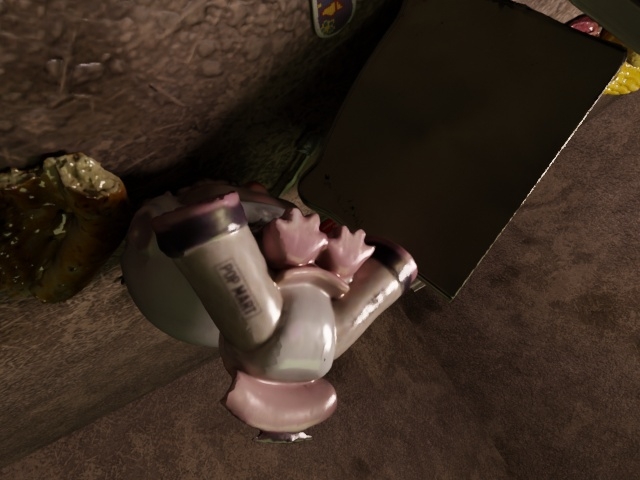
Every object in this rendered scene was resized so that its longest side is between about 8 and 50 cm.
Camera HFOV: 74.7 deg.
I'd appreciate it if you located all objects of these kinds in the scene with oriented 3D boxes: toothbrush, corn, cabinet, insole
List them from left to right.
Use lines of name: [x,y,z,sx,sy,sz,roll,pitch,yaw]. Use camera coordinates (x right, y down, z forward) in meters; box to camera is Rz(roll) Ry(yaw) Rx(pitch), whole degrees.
toothbrush: [-0.070,-0.087,0.714,0.028,0.026,0.294,-2,151,-31]
insole: [0.007,-0.245,0.360,0.065,0.004,0.197,-32,167,-3]
cabinet: [0.180,-0.119,0.583,0.289,0.228,0.318,-60,162,14]
corn: [0.817,-0.469,1.148,0.388,0.143,0.144,-22,163,-42]

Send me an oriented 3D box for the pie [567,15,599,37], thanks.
pie: [0.500,-0.380,0.918,0.205,0.054,0.219,-36,166,14]

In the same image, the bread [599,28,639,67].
bread: [0.684,-0.471,0.808,0.270,0.148,0.270,-39,171,-7]

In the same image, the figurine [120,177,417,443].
figurine: [-0.102,0.034,0.476,0.361,0.253,0.210,18,-101,57]

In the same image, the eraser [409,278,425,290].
eraser: [0.177,-0.028,0.946,0.081,0.278,0.124,-39,166,27]

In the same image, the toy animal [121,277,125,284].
toy animal: [-0.199,0.050,0.810,0.157,0.097,0.312,-49,161,12]

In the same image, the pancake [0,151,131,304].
pancake: [-0.314,0.012,0.420,0.266,0.057,0.245,-42,165,27]

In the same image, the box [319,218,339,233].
box: [0.001,0.000,1.148,0.230,0.050,0.123,-35,169,7]

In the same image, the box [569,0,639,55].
box: [0.451,-0.382,0.510,0.167,0.193,0.294,-43,165,17]
